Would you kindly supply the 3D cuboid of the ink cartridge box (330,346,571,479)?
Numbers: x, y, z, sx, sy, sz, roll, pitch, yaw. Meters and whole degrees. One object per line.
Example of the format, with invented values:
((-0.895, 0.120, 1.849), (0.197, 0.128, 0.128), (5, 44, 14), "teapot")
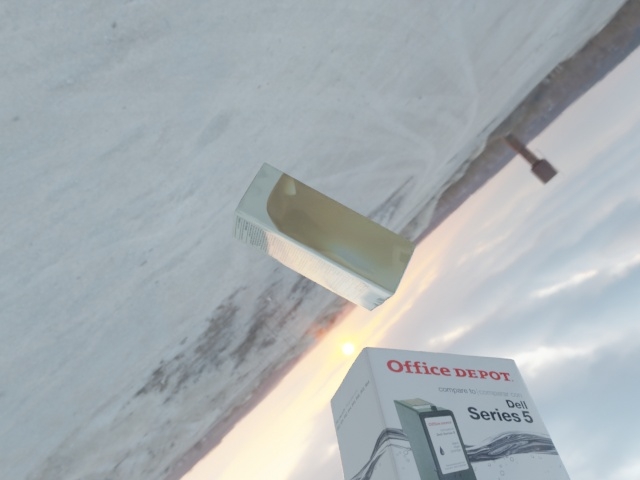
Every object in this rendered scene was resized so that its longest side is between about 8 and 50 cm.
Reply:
((0.137, 0.251, 0.588), (0.272, 0.199, 0.114), (-103, -152, -47), "ink cartridge box")

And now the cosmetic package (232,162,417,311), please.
((0.000, 0.000, 0.398), (0.041, 0.115, 0.060), (-62, -178, -20), "cosmetic package")
